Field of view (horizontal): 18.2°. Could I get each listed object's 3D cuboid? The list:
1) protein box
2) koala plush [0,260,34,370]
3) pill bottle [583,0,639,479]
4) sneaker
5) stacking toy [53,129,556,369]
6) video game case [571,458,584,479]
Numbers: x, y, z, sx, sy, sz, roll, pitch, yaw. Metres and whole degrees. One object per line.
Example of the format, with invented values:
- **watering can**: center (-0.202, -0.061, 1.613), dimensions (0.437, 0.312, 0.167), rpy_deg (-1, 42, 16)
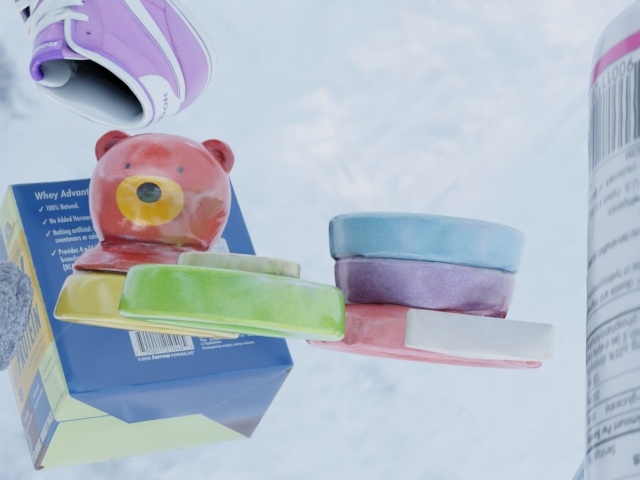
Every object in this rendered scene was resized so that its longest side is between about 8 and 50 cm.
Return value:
- **protein box**: center (-0.159, 0.063, 1.686), dimensions (0.136, 0.200, 0.201), rpy_deg (120, 137, -51)
- **koala plush**: center (-0.294, 0.123, 1.270), dimensions (0.203, 0.196, 0.221), rpy_deg (4, 95, -3)
- **pill bottle**: center (0.177, 0.057, 0.729), dimensions (0.160, 0.160, 0.283), rpy_deg (-2, 72, 15)
- **sneaker**: center (-0.218, -0.205, 1.638), dimensions (0.282, 0.161, 0.102), rpy_deg (41, 123, 3)
- **stacking toy**: center (0.000, 0.000, 1.239), dimensions (0.309, 0.279, 0.130), rpy_deg (7, 85, -10)
- **video game case**: center (0.270, 0.242, 1.712), dimensions (0.023, 0.193, 0.212), rpy_deg (37, 78, -28)
